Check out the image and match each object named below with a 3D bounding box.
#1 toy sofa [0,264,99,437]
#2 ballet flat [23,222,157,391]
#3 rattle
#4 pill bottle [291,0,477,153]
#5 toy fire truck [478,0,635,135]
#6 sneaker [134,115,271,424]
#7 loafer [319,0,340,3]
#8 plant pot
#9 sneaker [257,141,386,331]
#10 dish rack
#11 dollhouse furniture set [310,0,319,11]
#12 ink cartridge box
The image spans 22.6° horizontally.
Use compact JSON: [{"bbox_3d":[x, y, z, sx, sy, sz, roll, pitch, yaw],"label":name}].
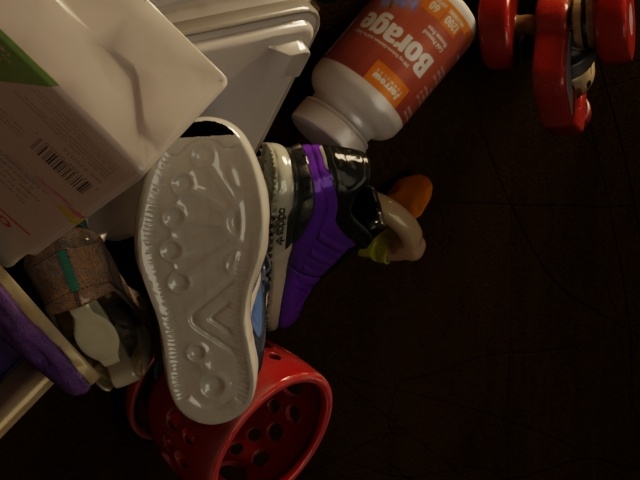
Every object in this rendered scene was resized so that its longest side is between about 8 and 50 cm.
[{"bbox_3d":[-0.373,0.058,1.472,0.150,0.177,0.362,-46,138,-13],"label":"toy sofa"},{"bbox_3d":[-0.225,0.092,1.630,0.107,0.106,0.316,-27,155,-1],"label":"ballet flat"},{"bbox_3d":[0.062,-0.073,1.893,0.143,0.130,0.200,-51,124,-13],"label":"rattle"},{"bbox_3d":[0.069,-0.192,1.803,0.216,0.121,0.121,-51,139,-10],"label":"pill bottle"},{"bbox_3d":[0.294,-0.258,1.900,0.254,0.169,0.302,60,32,-56],"label":"toy fire truck"},{"bbox_3d":[-0.115,0.003,1.626,0.130,0.236,0.323,-3,111,-2],"label":"sneaker"},{"bbox_3d":[0.016,-0.343,1.718,0.061,0.062,0.170,-43,146,-51],"label":"loafer"},{"bbox_3d":[-0.108,0.184,1.802,0.191,0.174,0.191,-33,144,-29],"label":"plant pot"},{"bbox_3d":[0.000,0.000,1.787,0.146,0.102,0.293,-8,145,-13],"label":"sneaker"},{"bbox_3d":[-0.143,-0.112,1.578,0.285,0.072,0.333,-19,153,-38],"label":"dish rack"},{"bbox_3d":[-0.169,-0.271,1.584,0.355,0.174,0.303,-36,157,18],"label":"dollhouse furniture set"},{"bbox_3d":[-0.251,-0.115,1.353,0.207,0.353,0.119,45,60,-12],"label":"ink cartridge box"}]
